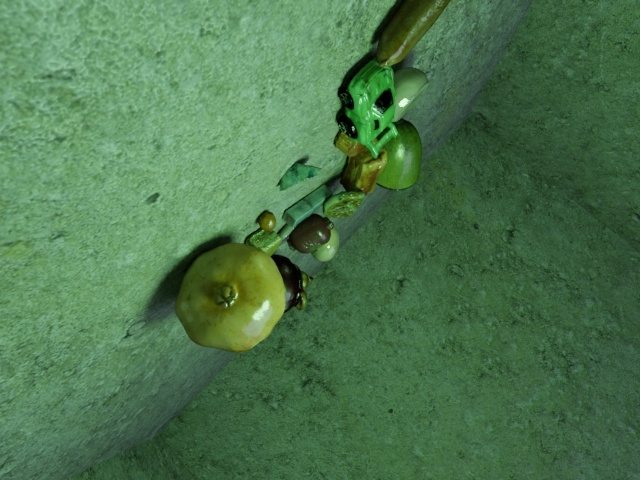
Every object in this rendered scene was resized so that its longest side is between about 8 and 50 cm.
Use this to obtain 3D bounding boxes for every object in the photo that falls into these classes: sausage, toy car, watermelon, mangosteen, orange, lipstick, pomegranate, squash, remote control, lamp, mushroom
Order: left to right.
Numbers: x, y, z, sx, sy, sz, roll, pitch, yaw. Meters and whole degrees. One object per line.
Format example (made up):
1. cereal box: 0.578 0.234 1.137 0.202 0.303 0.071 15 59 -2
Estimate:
1. pomegranate: -0.320 0.206 1.536 0.411 0.411 0.411 -44 168 -12
2. orange: -0.218 -0.079 1.728 0.085 0.085 0.085 -44 168 -12
3. mangosteen: -0.203 0.227 2.141 0.346 0.307 0.307 4 144 -20
4. remote control: -0.138 -0.085 2.069 0.229 0.044 0.073 -53 -175 -9
5. watermelon: -0.087 -0.255 1.630 0.180 0.081 0.094 -28 180 -13
6. lipstick: -0.054 -0.167 2.001 0.289 0.076 0.077 -38 166 -37
7. lamp: -0.050 -0.036 2.151 0.257 0.180 0.180 -29 171 8
8. mushroom: 0.000 0.000 2.505 0.202 0.246 0.246 11 135 -25
9. toy car: 0.192 -0.485 1.548 0.213 0.176 0.359 -45 163 -13
10. squash: 0.405 -0.462 2.127 0.310 0.310 0.309 -40 164 -30
11. sausage: 0.346 -0.761 1.320 0.501 0.123 0.136 -49 -153 16

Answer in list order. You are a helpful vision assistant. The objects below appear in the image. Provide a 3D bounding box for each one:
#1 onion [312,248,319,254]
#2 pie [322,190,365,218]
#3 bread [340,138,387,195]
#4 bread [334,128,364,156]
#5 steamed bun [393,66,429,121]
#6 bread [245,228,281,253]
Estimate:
1. onion: -0.049 -0.024 2.331 0.177 0.153 0.177 -57 170 -16
2. pie: 0.119 -0.177 2.071 0.240 0.054 0.240 -16 159 -6
3. bread: 0.212 -0.353 2.069 0.148 0.195 0.344 -21 160 -19
4. bread: 0.158 -0.444 1.773 0.199 0.104 0.199 -45 169 -12
5. steamed bun: 0.322 -0.606 1.717 0.232 0.145 0.232 -46 179 -1
6. bread: -0.263 0.033 1.860 0.138 0.102 0.196 -37 168 -29
